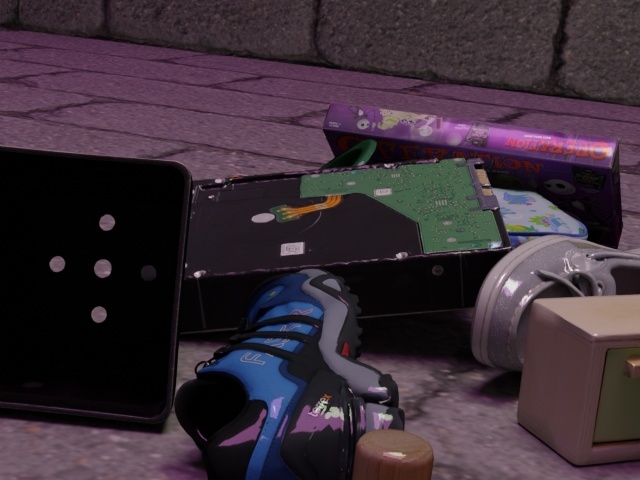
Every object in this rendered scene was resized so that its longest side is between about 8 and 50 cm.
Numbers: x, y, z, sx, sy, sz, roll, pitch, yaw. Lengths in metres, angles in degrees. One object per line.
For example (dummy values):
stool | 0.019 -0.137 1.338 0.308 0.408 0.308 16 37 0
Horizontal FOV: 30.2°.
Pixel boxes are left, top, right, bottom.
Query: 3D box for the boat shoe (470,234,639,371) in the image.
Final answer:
boat shoe | 0.260 0.062 1.039 0.320 0.118 0.103 2 9 -40

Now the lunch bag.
lunch bag | 0.177 -0.002 1.300 0.176 0.090 0.219 2 16 -12

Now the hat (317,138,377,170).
hat | 0.056 -0.001 1.393 0.208 0.183 0.173 -40 12 -3

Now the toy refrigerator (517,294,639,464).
toy refrigerator | 0.295 0.101 0.916 0.269 0.102 0.094 0 15 -22

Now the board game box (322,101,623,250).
board game box | 0.190 -0.076 1.451 0.346 0.056 0.208 10 -29 21

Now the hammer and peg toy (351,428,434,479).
hammer and peg toy | 0.124 0.200 0.427 0.265 0.127 0.361 6 14 -2

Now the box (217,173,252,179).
box | -0.106 -0.043 1.478 0.114 0.036 0.207 11 15 22

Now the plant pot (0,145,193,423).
plant pot | -0.187 0.028 0.924 0.187 0.188 0.167 5 1 3

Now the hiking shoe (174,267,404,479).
hiking shoe | -0.036 0.091 0.824 0.132 0.113 0.304 2 15 -13

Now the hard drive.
hard drive | 0.000 0.000 1.125 0.338 0.064 0.237 -6 24 2
